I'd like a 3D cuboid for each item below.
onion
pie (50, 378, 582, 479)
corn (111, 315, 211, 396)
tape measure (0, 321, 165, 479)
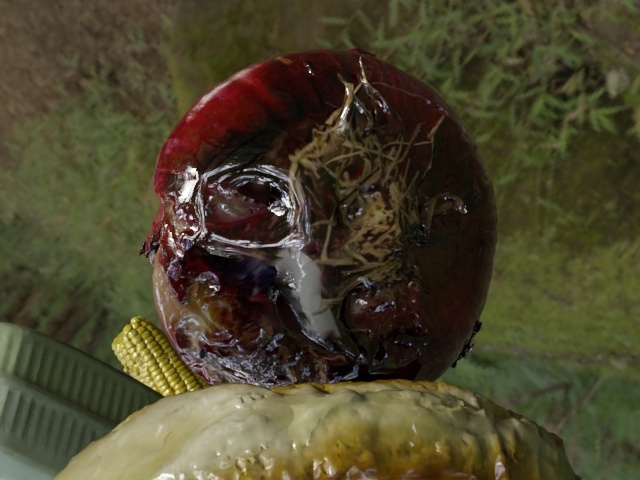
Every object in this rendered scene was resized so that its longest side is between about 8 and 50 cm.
[{"bbox_3d":[0.000,0.000,0.989,0.314,0.314,0.232,47,165,-15],"label":"onion"},{"bbox_3d":[-0.006,0.164,0.634,0.315,0.092,0.315,-5,142,-4],"label":"pie"},{"bbox_3d":[-0.142,0.168,1.269,0.206,0.067,0.067,49,157,-5],"label":"corn"},{"bbox_3d":[-0.205,0.148,0.780,0.207,0.115,0.235,32,137,-33],"label":"tape measure"}]
